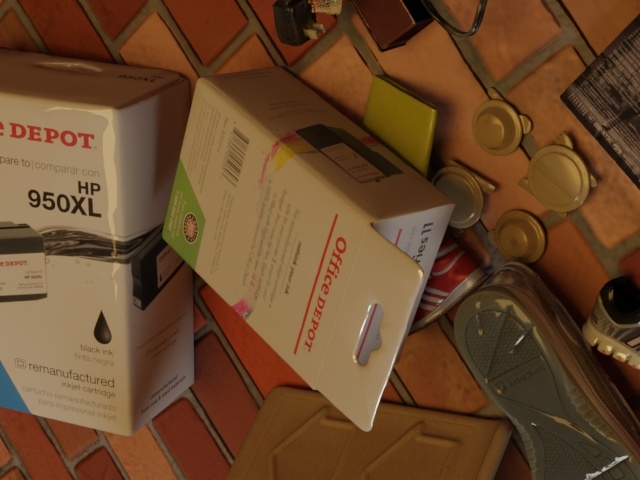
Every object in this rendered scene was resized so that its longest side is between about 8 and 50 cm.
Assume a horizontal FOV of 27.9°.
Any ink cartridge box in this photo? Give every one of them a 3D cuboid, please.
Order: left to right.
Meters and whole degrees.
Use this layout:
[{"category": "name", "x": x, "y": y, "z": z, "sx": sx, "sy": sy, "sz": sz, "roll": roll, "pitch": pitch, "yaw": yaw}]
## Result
[{"category": "ink cartridge box", "x": -0.309, "y": -0.003, "z": 1.510, "sx": 0.285, "sy": 0.166, "sz": 0.395, "roll": 9, "pitch": 112, "yaw": 21}, {"category": "ink cartridge box", "x": 0.000, "y": 0.000, "z": 1.286, "sx": 0.353, "sy": 0.119, "sz": 0.207, "roll": 42, "pitch": 129, "yaw": 35}]

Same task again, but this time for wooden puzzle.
[{"category": "wooden puzzle", "x": 0.015, "y": 0.318, "z": 1.352, "sx": 0.347, "sy": 0.322, "sz": 0.080, "roll": 1, "pitch": 142, "yaw": 40}]

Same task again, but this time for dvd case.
[{"category": "dvd case", "x": 0.326, "y": -0.134, "z": 1.091, "sx": 0.164, "sy": 0.018, "sz": 0.221, "roll": 52, "pitch": 131, "yaw": 13}]

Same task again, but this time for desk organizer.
[{"category": "desk organizer", "x": 0.054, "y": -0.252, "z": 1.243, "sx": 0.050, "sy": 0.047, "sz": 0.130, "roll": -33, "pitch": 85, "yaw": 38}]

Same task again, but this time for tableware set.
[{"category": "tableware set", "x": 0.180, "y": -0.052, "z": 1.236, "sx": 0.141, "sy": 0.020, "sz": 0.169, "roll": 43, "pitch": 129, "yaw": 18}]

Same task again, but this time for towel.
[{"category": "towel", "x": 0.069, "y": -0.041, "z": 1.309, "sx": 0.102, "sy": 0.021, "sz": 0.237, "roll": 37, "pitch": 127, "yaw": 43}]

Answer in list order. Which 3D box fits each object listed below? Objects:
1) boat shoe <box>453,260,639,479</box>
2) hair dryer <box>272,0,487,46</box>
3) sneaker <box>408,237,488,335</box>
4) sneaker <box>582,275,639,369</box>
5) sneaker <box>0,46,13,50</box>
[{"category": "boat shoe", "x": 0.243, "y": 0.169, "z": 1.221, "sx": 0.118, "sy": 0.103, "sz": 0.320, "roll": -31, "pitch": 94, "yaw": 38}, {"category": "hair dryer", "x": 0.035, "y": -0.321, "z": 1.162, "sx": 0.223, "sy": 0.080, "sz": 0.294, "roll": -2, "pitch": 118, "yaw": 25}, {"category": "sneaker", "x": 0.110, "y": 0.044, "z": 1.312, "sx": 0.067, "sy": 0.042, "sz": 0.118, "roll": 51, "pitch": 124, "yaw": 8}, {"category": "sneaker", "x": 0.314, "y": 0.082, "z": 1.151, "sx": 0.170, "sy": 0.063, "sz": 0.075, "roll": 24, "pitch": 126, "yaw": 35}, {"category": "sneaker", "x": -0.472, "y": -0.197, "z": 1.655, "sx": 0.236, "sy": 0.095, "sz": 0.105, "roll": -29, "pitch": 69, "yaw": 38}]
